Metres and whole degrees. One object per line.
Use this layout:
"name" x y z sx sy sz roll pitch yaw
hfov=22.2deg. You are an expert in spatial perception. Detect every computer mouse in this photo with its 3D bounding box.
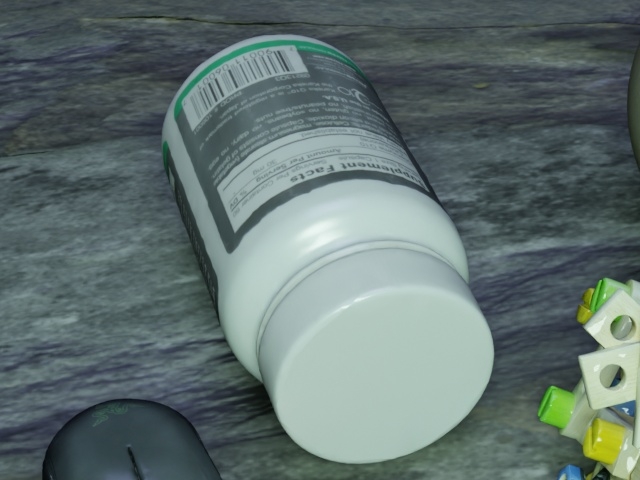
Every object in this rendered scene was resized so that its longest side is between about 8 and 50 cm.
"computer mouse" -0.108 0.190 1.112 0.188 0.072 0.272 -18 42 -18

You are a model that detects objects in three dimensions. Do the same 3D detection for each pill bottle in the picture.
"pill bottle" 0.000 0.000 1.333 0.204 0.204 0.361 -12 38 -10

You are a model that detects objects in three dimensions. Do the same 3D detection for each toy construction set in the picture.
"toy construction set" 0.237 0.114 1.126 0.151 0.215 0.327 22 4 8

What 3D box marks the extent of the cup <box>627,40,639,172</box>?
"cup" 0.401 -0.126 1.415 0.331 0.331 0.237 -9 13 -8
